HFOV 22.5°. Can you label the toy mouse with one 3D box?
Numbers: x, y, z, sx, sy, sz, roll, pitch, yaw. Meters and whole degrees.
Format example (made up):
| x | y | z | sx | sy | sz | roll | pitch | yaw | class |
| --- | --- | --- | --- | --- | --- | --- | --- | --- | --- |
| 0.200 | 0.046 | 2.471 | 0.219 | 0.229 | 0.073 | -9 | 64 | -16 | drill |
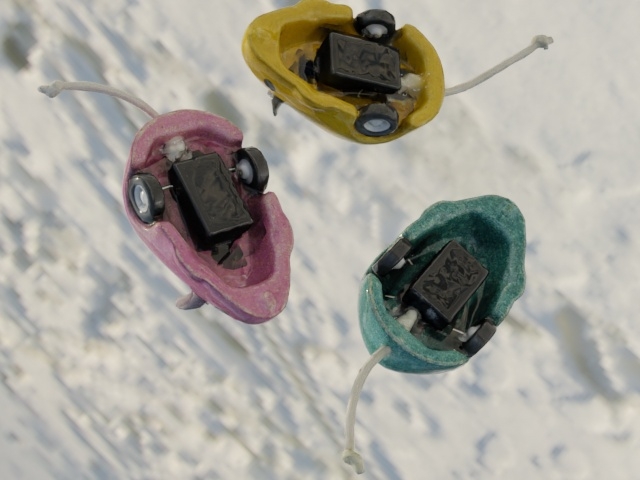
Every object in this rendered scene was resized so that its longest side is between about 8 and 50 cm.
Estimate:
| x | y | z | sx | sy | sz | roll | pitch | yaw | class |
| --- | --- | --- | --- | --- | --- | --- | --- | --- | --- |
| 0.000 | 0.000 | 0.446 | 0.161 | 0.143 | 0.031 | 6 | 153 | -24 | toy mouse |
